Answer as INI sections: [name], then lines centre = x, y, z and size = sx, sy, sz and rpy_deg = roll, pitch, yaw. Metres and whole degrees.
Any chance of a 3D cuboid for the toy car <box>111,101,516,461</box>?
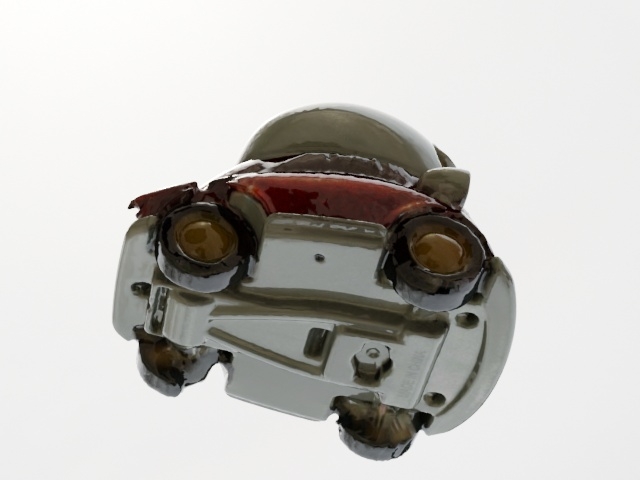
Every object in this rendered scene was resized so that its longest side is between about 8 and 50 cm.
[toy car]
centre = 0.000, 0.000, 0.613
size = 0.139, 0.112, 0.112
rpy_deg = 12, -131, -5
